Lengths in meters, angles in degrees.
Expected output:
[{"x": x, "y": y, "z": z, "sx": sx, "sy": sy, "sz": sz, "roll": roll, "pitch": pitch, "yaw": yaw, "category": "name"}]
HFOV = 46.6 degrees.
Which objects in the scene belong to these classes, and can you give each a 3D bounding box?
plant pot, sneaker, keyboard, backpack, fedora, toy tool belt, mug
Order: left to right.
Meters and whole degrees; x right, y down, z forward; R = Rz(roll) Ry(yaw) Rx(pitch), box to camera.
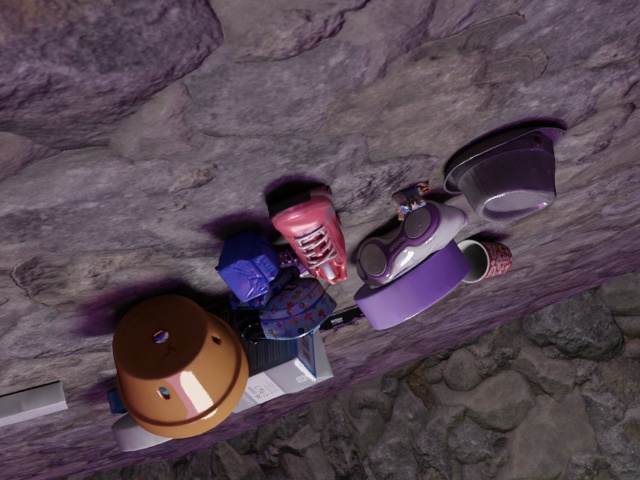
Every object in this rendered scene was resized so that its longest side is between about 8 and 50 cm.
[{"x": -0.315, "y": 0.247, "z": 1.589, "sx": 0.291, "sy": 0.290, "sz": 0.203, "roll": -18, "pitch": 144, "yaw": -4, "category": "plant pot"}, {"x": -0.128, "y": 0.040, "z": 1.375, "sx": 0.101, "sy": 0.120, "sz": 0.098, "roll": -24, "pitch": 118, "yaw": 10, "category": "backpack"}, {"x": -0.088, "y": 0.047, "z": 1.534, "sx": 0.170, "sy": 0.068, "sz": 0.071, "roll": -15, "pitch": 155, "yaw": -11, "category": "sneaker"}, {"x": -0.065, "y": 0.121, "z": 1.429, "sx": 0.173, "sy": 0.116, "sz": 0.158, "roll": -4, "pitch": -155, "yaw": 42, "category": "backpack"}, {"x": 0.001, "y": 0.000, "z": 1.374, "sx": 0.116, "sy": 0.136, "sz": 0.314, "roll": -23, "pitch": 161, "yaw": 8, "category": "sneaker"}, {"x": 0.048, "y": 0.239, "z": 2.277, "sx": 0.192, "sy": 0.038, "sz": 0.100, "roll": -18, "pitch": 138, "yaw": -1, "category": "keyboard"}, {"x": 0.203, "y": 0.017, "z": 1.653, "sx": 0.152, "sy": 0.114, "sz": 0.305, "roll": -1, "pitch": 154, "yaw": -41, "category": "sneaker"}, {"x": 0.186, "y": -0.076, "z": 1.475, "sx": 0.083, "sy": 0.051, "sz": 0.052, "roll": -24, "pitch": 161, "yaw": 13, "category": "toy tool belt"}, {"x": 0.430, "y": 0.043, "z": 2.019, "sx": 0.169, "sy": 0.150, "sz": 0.113, "roll": -3, "pitch": 119, "yaw": -51, "category": "mug"}, {"x": 0.376, "y": -0.114, "z": 1.444, "sx": 0.276, "sy": 0.124, "sz": 0.244, "roll": 1, "pitch": 153, "yaw": -46, "category": "fedora"}]

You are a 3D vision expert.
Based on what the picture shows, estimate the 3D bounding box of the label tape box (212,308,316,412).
[{"x": -0.182, "y": 0.273, "z": 1.779, "sx": 0.334, "sy": 0.240, "sz": 0.106, "roll": -25, "pitch": 129, "yaw": 17, "category": "label tape box"}]

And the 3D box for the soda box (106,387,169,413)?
[{"x": -0.530, "y": 0.455, "z": 2.235, "sx": 0.210, "sy": 0.067, "sz": 0.071, "roll": -22, "pitch": 162, "yaw": 10, "category": "soda box"}]

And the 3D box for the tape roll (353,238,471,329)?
[{"x": 0.215, "y": 0.097, "z": 1.758, "sx": 0.275, "sy": 0.090, "sz": 0.275, "roll": -33, "pitch": -175, "yaw": 3, "category": "tape roll"}]

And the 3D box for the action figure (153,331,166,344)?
[{"x": -0.390, "y": 0.232, "z": 1.795, "sx": 0.030, "sy": 0.038, "sz": 0.115, "roll": 22, "pitch": 137, "yaw": -39, "category": "action figure"}]

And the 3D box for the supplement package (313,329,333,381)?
[{"x": -0.105, "y": 0.323, "z": 2.085, "sx": 0.149, "sy": 0.194, "sz": 0.203, "roll": -31, "pitch": 158, "yaw": 32, "category": "supplement package"}]

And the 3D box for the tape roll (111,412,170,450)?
[{"x": -0.417, "y": 0.499, "z": 2.184, "sx": 0.392, "sy": 0.072, "sz": 0.392, "roll": -22, "pitch": -179, "yaw": 0, "category": "tape roll"}]

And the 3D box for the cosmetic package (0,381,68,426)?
[{"x": -0.787, "y": 0.434, "z": 1.930, "sx": 0.239, "sy": 0.060, "sz": 0.099, "roll": -12, "pitch": 158, "yaw": -19, "category": "cosmetic package"}]
